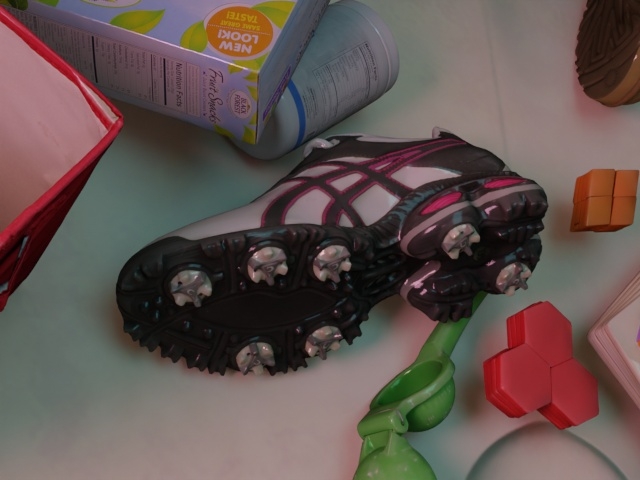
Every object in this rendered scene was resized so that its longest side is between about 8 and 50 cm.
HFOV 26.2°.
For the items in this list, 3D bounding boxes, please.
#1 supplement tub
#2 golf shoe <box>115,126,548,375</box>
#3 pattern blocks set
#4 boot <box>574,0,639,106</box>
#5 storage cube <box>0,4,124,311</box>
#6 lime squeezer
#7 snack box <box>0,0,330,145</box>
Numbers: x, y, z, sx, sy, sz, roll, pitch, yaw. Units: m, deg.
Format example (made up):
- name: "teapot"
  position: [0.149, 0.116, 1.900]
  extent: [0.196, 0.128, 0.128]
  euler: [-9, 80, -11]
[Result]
- name: "supplement tub"
  position: [-0.010, -0.101, 0.863]
  extent: [0.107, 0.071, 0.071]
  euler: [-35, 85, -36]
- name: "golf shoe"
  position: [0.000, 0.000, 0.818]
  extent: [0.273, 0.105, 0.120]
  euler: [-10, 43, -25]
- name: "pattern blocks set"
  position: [0.263, 0.073, 0.924]
  extent: [0.285, 0.026, 0.325]
  euler: [46, 52, -9]
- name: "boot"
  position: [0.338, -0.151, 1.058]
  extent: [0.269, 0.089, 0.236]
  euler: [25, 57, -16]
- name: "storage cube"
  position: [-0.238, -0.019, 0.629]
  extent: [0.215, 0.193, 0.183]
  euler: [39, 55, -4]
- name: "lime squeezer"
  position: [0.072, 0.120, 0.805]
  extent: [0.110, 0.059, 0.310]
  euler: [18, 58, -18]
- name: "snack box"
  position: [-0.100, -0.166, 0.808]
  extent: [0.207, 0.070, 0.174]
  euler: [19, 56, 10]
